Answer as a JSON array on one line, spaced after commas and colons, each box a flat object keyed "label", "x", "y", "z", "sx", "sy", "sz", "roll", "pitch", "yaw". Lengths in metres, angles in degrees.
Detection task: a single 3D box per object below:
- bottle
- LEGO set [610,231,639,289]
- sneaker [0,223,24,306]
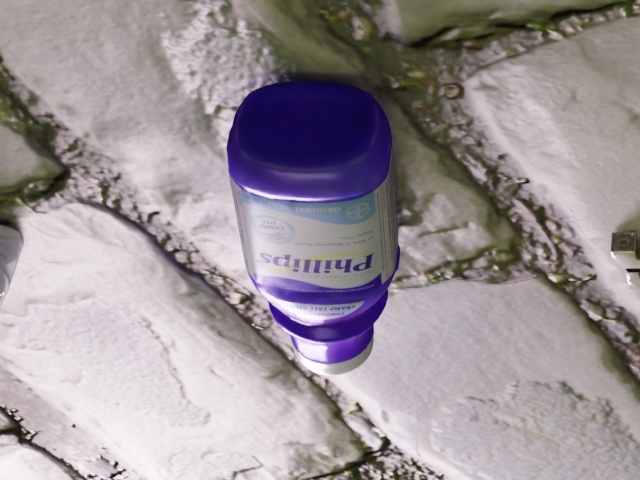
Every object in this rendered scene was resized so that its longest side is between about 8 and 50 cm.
[{"label": "bottle", "x": 0.000, "y": 0.000, "z": 1.470, "sx": 0.118, "sy": 0.092, "sz": 0.283, "roll": 3, "pitch": 144, "yaw": 6}, {"label": "LEGO set", "x": 0.335, "y": 0.051, "z": 1.480, "sx": 0.227, "sy": 0.087, "sz": 0.093, "roll": -1, "pitch": 143, "yaw": 14}, {"label": "sneaker", "x": -0.288, "y": 0.045, "z": 1.621, "sx": 0.054, "sy": 0.061, "sz": 0.152, "roll": 17, "pitch": 145, "yaw": -15}]
